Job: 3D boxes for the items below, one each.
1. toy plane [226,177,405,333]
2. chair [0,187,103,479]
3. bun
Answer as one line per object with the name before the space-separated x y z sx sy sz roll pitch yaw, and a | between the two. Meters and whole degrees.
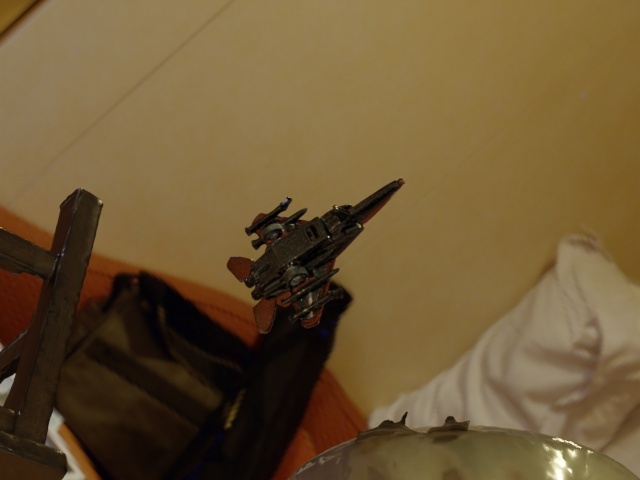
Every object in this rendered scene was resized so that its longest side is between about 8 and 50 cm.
toy plane | -0.002 -0.001 0.971 0.061 0.189 0.130 16 39 -52
chair | -0.272 0.124 0.540 0.241 0.203 0.416 33 35 -35
bun | 0.088 0.245 0.663 0.263 0.263 0.175 45 37 -39
